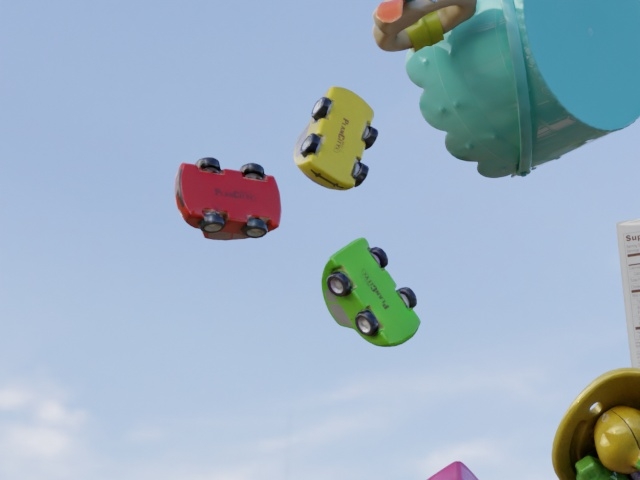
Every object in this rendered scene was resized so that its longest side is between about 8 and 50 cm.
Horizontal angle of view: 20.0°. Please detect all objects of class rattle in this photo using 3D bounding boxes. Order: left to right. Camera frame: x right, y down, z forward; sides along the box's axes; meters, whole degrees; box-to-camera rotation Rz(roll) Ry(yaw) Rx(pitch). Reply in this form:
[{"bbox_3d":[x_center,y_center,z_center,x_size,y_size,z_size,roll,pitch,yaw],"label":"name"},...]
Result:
[{"bbox_3d":[0.090,-0.290,2.003,0.130,0.143,0.199,-12,-8,27],"label":"rattle"}]

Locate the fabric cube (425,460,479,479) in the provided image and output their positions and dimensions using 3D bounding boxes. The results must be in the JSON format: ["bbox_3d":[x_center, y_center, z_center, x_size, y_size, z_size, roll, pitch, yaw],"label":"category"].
[{"bbox_3d":[0.148,0.463,2.149,0.254,0.259,0.258,-39,7,11],"label":"fabric cube"}]

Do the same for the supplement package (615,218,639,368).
[{"bbox_3d":[0.366,0.065,1.799,0.105,0.179,0.105,-9,-8,28],"label":"supplement package"}]

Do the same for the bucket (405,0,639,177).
[{"bbox_3d":[0.255,-0.225,2.167,0.281,0.281,0.183,19,-24,-37],"label":"bucket"}]

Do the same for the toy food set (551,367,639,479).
[{"bbox_3d":[0.258,0.178,1.344,0.128,0.071,0.218,-39,-47,-1],"label":"toy food set"}]

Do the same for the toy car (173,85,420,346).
[{"bbox_3d":[0.000,0.000,1.557,0.239,0.225,0.053,-32,-3,-40],"label":"toy car"}]
